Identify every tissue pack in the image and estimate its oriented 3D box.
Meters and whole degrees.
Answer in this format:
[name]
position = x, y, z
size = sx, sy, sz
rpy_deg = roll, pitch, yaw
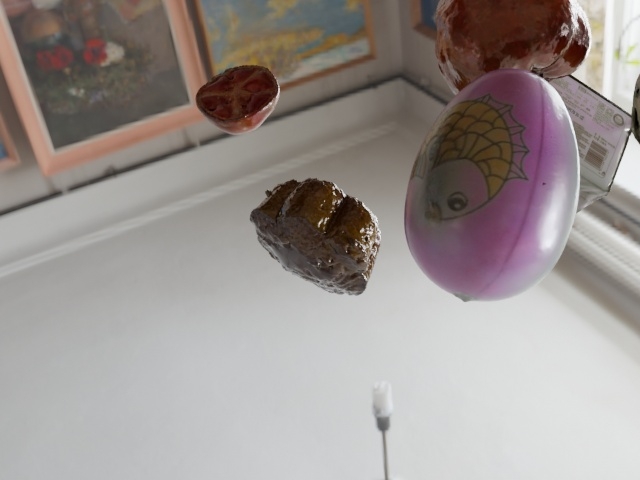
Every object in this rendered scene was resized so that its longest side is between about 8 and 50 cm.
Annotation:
[tissue pack]
position = 0.422, -0.191, 1.638
size = 0.225, 0.124, 0.185
rpy_deg = 30, -114, -7

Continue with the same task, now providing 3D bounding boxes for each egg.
[egg]
position = 0.197, -0.063, 1.048
size = 0.196, 0.196, 0.271
rpy_deg = 5, -116, 17

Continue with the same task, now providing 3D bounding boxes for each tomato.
[tomato]
position = -0.140, -0.243, 1.637
size = 0.156, 0.069, 0.155
rpy_deg = -8, -132, 8

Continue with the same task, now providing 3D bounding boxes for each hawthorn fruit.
[hawthorn fruit]
position = 0.245, -0.311, 1.273
size = 0.207, 0.207, 0.243
rpy_deg = -19, -110, -15

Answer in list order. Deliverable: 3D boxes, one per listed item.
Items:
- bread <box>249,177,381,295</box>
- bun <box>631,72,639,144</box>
[bread]
position = -0.008, -0.007, 1.563
size = 0.232, 0.247, 0.135
rpy_deg = 33, -109, -11
[bun]
position = 0.507, -0.126, 1.180
size = 0.146, 0.287, 0.287
rpy_deg = -32, -139, -10
